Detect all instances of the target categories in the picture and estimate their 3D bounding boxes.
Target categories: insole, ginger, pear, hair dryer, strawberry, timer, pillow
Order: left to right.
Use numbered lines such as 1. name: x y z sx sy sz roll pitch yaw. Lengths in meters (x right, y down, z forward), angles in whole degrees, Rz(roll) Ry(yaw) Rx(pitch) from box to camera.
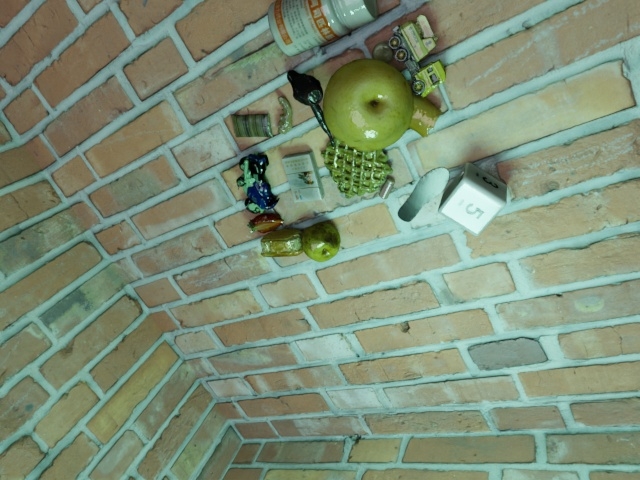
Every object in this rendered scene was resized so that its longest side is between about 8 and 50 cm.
1. pillow: -0.323 -0.540 2.056 0.203 0.038 0.113 4 120 21
2. strawberry: -0.291 -0.099 2.269 0.140 0.085 0.192 12 150 -36
3. ginger: -0.160 -0.562 1.970 0.069 0.051 0.173 11 119 10
4. hair dryer: -0.025 -0.543 1.834 0.120 0.304 0.359 -33 128 -3
5. pear: 0.000 0.000 2.160 0.197 0.197 0.197 11 123 17
6. pear: 0.176 -0.504 1.635 0.348 0.348 0.348 11 123 17
7. insole: 0.456 -0.201 1.945 0.109 0.007 0.322 36 127 1
8. timer: 0.620 -0.170 1.777 0.195 0.192 0.194 33 127 2

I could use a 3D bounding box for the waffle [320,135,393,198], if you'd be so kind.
1. waffle: 0.155 -0.345 1.945 0.297 0.073 0.317 -27 104 33

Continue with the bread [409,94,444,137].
1. bread: 0.387 -0.505 1.740 0.173 0.085 0.134 32 126 2

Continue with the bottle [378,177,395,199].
1. bottle: 0.300 -0.235 1.969 0.045 0.045 0.096 27 124 6

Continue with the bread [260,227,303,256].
1. bread: -0.189 0.017 2.254 0.245 0.174 0.121 -1 120 20

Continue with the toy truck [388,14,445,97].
1. toy truck: 0.372 -0.686 1.617 0.157 0.124 0.272 -25 105 27

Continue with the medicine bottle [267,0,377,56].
1. medicine bottle: 0.007 -0.848 1.619 0.371 0.211 0.211 -10 115 28

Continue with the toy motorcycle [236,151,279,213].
1. toy motorcycle: -0.307 -0.271 2.169 0.196 0.125 0.331 9 126 16

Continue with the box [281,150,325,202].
1. box: -0.080 -0.301 2.079 0.149 0.067 0.233 -3 118 26

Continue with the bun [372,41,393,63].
1. bun: 0.243 -0.729 1.687 0.086 0.055 0.086 10 135 10
